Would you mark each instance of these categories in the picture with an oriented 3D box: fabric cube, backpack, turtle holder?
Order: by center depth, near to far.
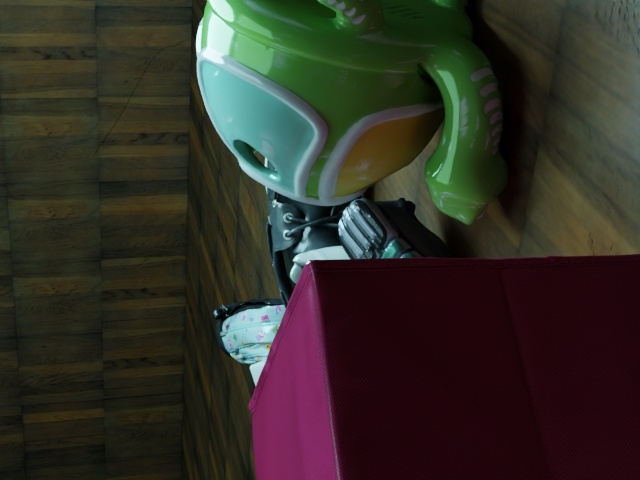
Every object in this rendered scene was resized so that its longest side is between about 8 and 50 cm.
[{"bbox_3d":[0.104,0.180,0.695,0.254,0.259,0.258,110,155,-58],"label":"fabric cube"},{"bbox_3d":[0.035,-0.153,0.993,0.243,0.320,0.228,-62,-13,-60],"label":"turtle holder"},{"bbox_3d":[-0.067,0.140,1.615,0.182,0.151,0.115,-19,79,62],"label":"backpack"}]

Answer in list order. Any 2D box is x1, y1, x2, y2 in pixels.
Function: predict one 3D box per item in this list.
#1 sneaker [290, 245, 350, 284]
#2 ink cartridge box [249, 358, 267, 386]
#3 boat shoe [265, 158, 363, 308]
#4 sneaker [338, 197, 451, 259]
[{"bbox_3d":[0.042,0.126,1.175,0.111,0.129,0.297,107,155,-44],"label":"sneaker"},{"bbox_3d":[0.024,0.169,1.048,0.190,0.082,0.140,-21,88,55],"label":"ink cartridge box"},{"bbox_3d":[-0.004,0.001,1.314,0.113,0.127,0.340,-103,13,-59],"label":"boat shoe"},{"bbox_3d":[0.114,0.043,1.027,0.224,0.098,0.083,58,135,19],"label":"sneaker"}]
